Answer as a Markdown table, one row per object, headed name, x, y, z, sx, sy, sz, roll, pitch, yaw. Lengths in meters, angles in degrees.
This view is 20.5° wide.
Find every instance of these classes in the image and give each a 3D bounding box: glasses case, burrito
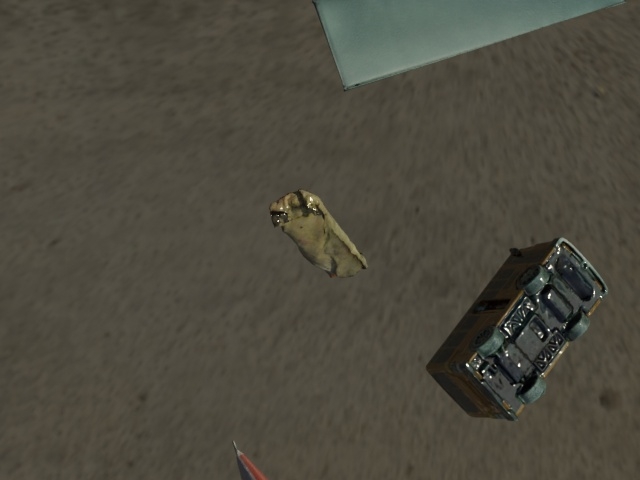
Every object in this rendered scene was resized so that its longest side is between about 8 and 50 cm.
| name | x | y | z | sx | sy | sz | roll | pitch | yaw |
| --- | --- | --- | --- | --- | --- | --- | --- | --- | --- |
| glasses case | 0.131 | -0.224 | 1.583 | 0.266 | 0.056 | 0.105 | -17 | 125 | 5 |
| burrito | 0.000 | -0.002 | 1.751 | 0.051 | 0.171 | 0.042 | -16 | 57 | 15 |

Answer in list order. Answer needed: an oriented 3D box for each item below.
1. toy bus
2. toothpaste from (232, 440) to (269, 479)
| name | x | y | z | sx | sy | sz | roll | pitch | yaw |
| --- | --- | --- | --- | --- | --- | --- | --- | --- | --- |
| toy bus | 0.199 | 0.089 | 1.794 | 0.091 | 0.103 | 0.182 | 47 | 66 | -17 |
| toothpaste | -0.002 | 0.236 | 1.214 | 0.057 | 0.234 | 0.089 | -28 | 133 | -15 |
